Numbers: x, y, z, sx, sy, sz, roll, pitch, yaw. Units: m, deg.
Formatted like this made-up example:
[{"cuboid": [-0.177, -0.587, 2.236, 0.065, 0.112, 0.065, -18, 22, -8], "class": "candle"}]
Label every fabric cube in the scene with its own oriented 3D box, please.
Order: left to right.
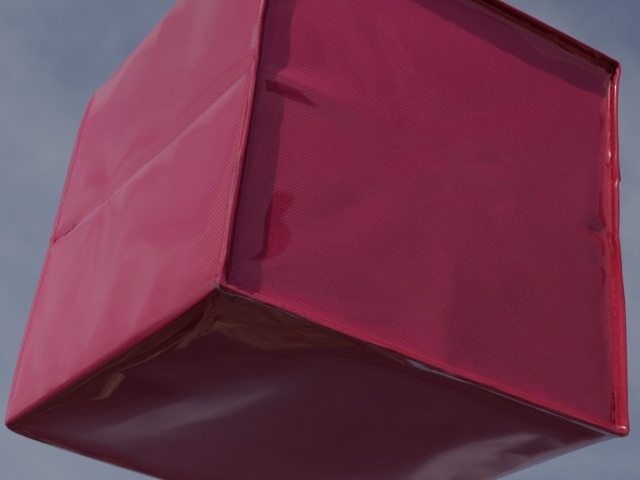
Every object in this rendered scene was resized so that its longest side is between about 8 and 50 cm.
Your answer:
[{"cuboid": [0.000, 0.000, 0.761, 0.254, 0.259, 0.258, 23, -34, -25], "class": "fabric cube"}]
